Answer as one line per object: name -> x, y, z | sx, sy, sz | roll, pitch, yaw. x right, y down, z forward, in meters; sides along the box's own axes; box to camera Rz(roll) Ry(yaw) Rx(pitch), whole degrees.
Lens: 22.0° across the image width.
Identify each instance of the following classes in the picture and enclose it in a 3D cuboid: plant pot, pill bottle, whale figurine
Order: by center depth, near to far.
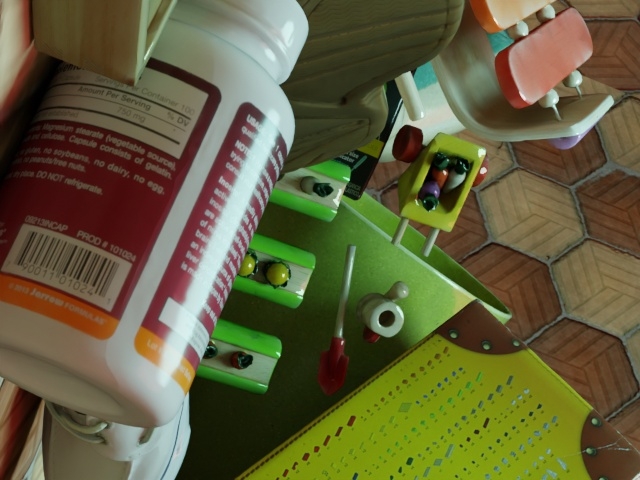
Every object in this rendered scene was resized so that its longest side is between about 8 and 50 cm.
pill bottle -> -0.061, -0.020, 0.560 | 0.086, 0.086, 0.152 | 111, 2, -72
whale figurine -> 0.063, -0.145, 1.426 | 0.216, 0.141, 0.272 | -23, -177, 32
plant pot -> -0.032, 0.096, 1.429 | 0.293, 0.275, 0.275 | -53, -179, 6

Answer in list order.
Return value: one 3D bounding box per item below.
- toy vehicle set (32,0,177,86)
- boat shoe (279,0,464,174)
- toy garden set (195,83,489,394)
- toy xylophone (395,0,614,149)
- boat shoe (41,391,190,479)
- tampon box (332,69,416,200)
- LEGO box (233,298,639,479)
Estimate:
toy vehicle set -> -0.026, -0.173, 0.428 | 0.267, 0.035, 0.166 | 112, 1, -66
boat shoe -> -0.019, -0.113, 0.747 | 0.341, 0.122, 0.110 | 124, -49, -78
toy garden set -> 0.000, 0.000, 1.165 | 0.244, 0.204, 0.049 | -69, -157, 5
toy xylophone -> 0.094, -0.199, 1.119 | 0.081, 0.322, 0.236 | -19, -164, 26
boat shoe -> -0.107, 0.061, 0.810 | 0.076, 0.083, 0.226 | -28, 138, -58
tampon box -> 0.006, -0.127, 1.238 | 0.101, 0.120, 0.161 | -79, -169, -86
LEGO box -> -0.030, 0.322, 1.225 | 0.500, 0.193, 0.372 | -33, 159, -34
